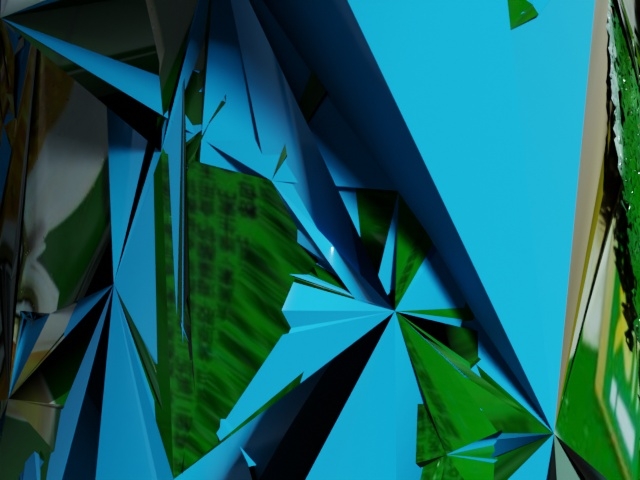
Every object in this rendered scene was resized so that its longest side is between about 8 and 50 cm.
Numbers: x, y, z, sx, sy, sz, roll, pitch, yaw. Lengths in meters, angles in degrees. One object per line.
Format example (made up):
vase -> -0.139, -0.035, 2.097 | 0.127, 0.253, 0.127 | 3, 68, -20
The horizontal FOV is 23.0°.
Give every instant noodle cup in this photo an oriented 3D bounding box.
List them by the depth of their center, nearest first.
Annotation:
instant noodle cup -> 0.000, 0.000, 0.450 | 0.240, 0.240, 0.178 | 14, -72, 63
